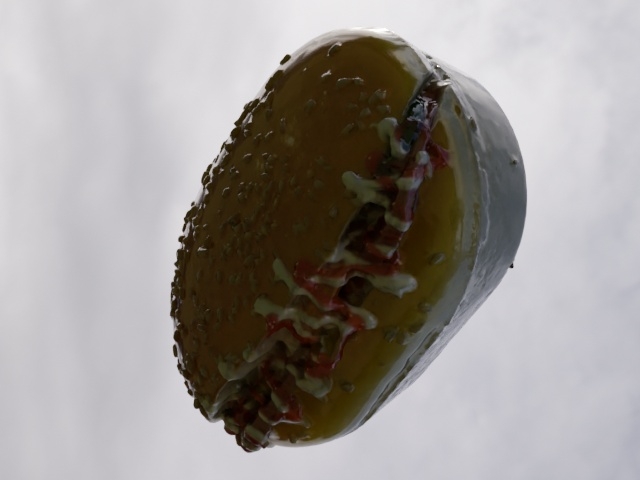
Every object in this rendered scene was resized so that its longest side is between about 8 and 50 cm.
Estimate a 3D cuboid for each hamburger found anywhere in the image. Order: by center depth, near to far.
[{"bbox_3d":[0.000,0.000,0.660,0.227,0.151,0.295,58,-47,34],"label":"hamburger"}]
